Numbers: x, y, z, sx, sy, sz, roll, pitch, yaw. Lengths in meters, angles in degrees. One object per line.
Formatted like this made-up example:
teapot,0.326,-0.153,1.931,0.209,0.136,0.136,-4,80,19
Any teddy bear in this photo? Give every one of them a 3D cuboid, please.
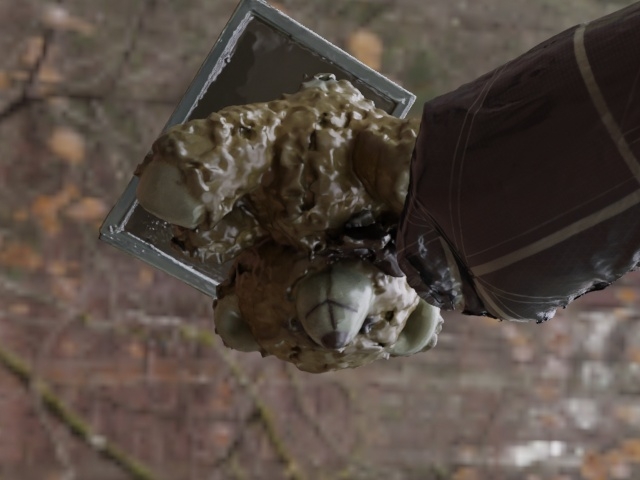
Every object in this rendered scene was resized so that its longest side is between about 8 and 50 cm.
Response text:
teddy bear,0.000,0.000,1.466,0.156,0.267,0.256,-78,169,-57

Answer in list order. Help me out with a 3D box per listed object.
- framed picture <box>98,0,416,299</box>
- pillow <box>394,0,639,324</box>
framed picture,-0.055,-0.068,1.668,0.252,0.197,0.014,-58,-152,6
pillow,0.178,-0.049,1.093,0.162,0.335,0.092,61,34,-9
